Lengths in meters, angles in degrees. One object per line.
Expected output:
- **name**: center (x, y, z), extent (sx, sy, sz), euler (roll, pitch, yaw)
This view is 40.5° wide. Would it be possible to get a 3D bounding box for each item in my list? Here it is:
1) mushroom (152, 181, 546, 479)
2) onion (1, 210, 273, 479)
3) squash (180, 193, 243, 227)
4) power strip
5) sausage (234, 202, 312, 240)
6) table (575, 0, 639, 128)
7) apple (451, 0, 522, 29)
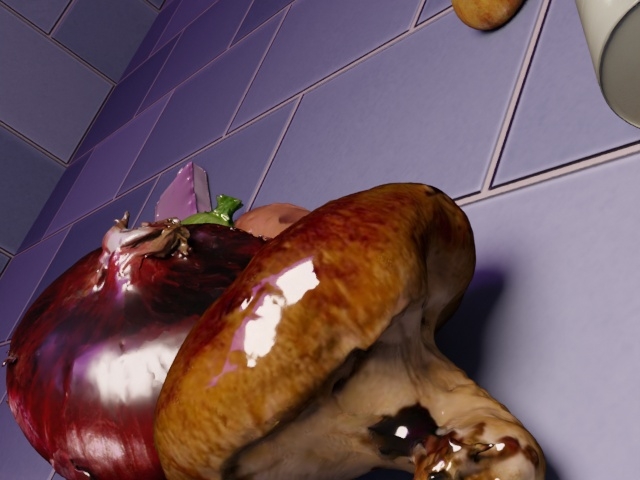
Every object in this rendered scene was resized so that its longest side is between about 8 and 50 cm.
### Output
- **mushroom**: center (0.015, 0.107, 0.618), extent (0.267, 0.267, 0.254), euler (-34, 66, 38)
- **onion**: center (-0.150, 0.091, 0.821), extent (0.314, 0.232, 0.314), euler (-11, 35, 8)
- **squash**: center (-0.215, 0.106, 1.114), extent (0.107, 0.107, 0.395), euler (1, 59, 61)
- **power strip**: center (-0.219, -0.031, 1.372), extent (0.109, 0.037, 0.279), euler (-48, 26, 15)
- **sausage**: center (-0.001, 0.000, 0.903), extent (0.304, 0.078, 0.078), euler (10, 67, 60)
- **table**: center (0.249, -0.191, 0.634), extent (0.126, 0.126, 0.220), euler (-37, 30, 34)
- **apple**: center (0.178, -0.269, 0.926), extent (0.084, 0.071, 0.084), euler (-41, 27, 27)
